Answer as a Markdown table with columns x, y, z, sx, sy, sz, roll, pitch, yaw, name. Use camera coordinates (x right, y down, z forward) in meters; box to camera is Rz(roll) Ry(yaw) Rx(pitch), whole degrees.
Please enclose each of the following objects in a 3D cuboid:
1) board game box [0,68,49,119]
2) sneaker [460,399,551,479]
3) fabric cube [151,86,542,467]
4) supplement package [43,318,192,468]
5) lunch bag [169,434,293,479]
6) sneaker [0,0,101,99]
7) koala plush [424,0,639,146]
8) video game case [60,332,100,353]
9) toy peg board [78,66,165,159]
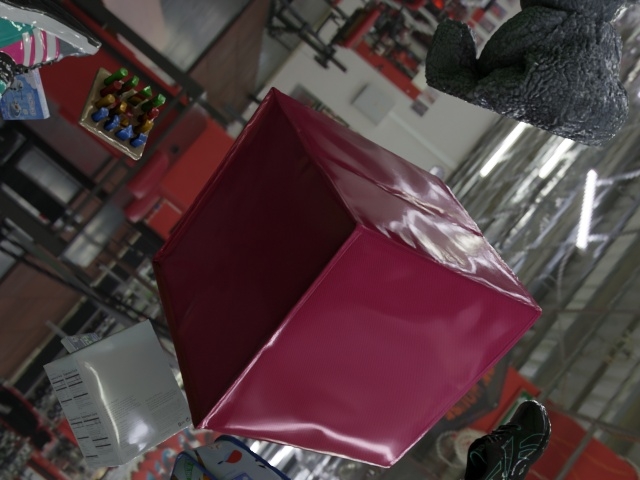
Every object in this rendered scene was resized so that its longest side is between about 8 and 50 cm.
| x | y | z | sx | sy | sz | roll | pitch | yaw | name |
| --- | --- | --- | --- | --- | --- | --- | --- | --- | --- |
| -0.542 | -0.264 | 1.361 | 0.020 | 0.090 | 0.090 | -58 | 146 | -61 | board game box |
| 0.342 | 0.389 | 1.391 | 0.267 | 0.106 | 0.101 | -52 | -173 | -37 | sneaker |
| 0.012 | 0.045 | 0.793 | 0.254 | 0.258 | 0.259 | -52 | -142 | 21 | fabric cube |
| -0.462 | 0.351 | 1.724 | 0.199 | 0.263 | 0.198 | -25 | -179 | -41 | supplement package |
| -0.127 | 0.460 | 1.094 | 0.115 | 0.243 | 0.304 | -10 | 116 | -49 | lunch bag |
| -0.465 | -0.279 | 1.132 | 0.178 | 0.124 | 0.295 | -50 | 167 | 12 | sneaker |
| 0.249 | -0.225 | 0.765 | 0.221 | 0.196 | 0.203 | -70 | -157 | 15 | koala plush |
| -0.615 | 0.336 | 2.090 | 0.022 | 0.190 | 0.173 | -44 | 171 | 5 | video game case |
| -0.436 | -0.297 | 1.696 | 0.079 | 0.161 | 0.161 | -20 | -131 | 39 | toy peg board |
